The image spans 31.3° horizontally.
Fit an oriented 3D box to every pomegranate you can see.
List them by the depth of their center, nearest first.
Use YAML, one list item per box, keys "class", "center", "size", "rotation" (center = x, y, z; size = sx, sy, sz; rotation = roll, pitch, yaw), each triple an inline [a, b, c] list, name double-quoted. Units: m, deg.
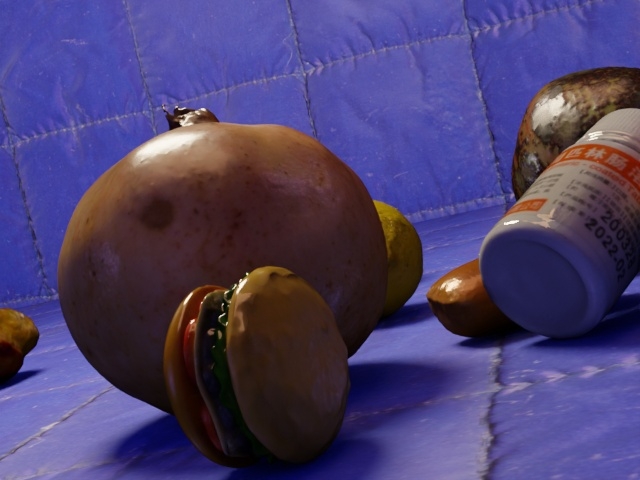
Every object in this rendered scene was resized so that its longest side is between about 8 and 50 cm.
- class: "pomegranate"
  center: [-0.098, 0.009, 1.152]
  size: [0.338, 0.338, 0.338]
  rotation: [-13, 3, 1]
- class: "pomegranate"
  center: [0.371, -0.076, 1.543]
  size: [0.285, 0.285, 0.340]
  rotation: [-10, 27, 41]

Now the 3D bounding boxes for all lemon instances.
- class: "lemon"
  center: [0.056, 0.027, 1.551]
  size: [0.174, 0.173, 0.206]
  rotation: [-13, 3, -7]

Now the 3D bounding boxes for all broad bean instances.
- class: "broad bean"
  center: [-0.533, 0.173, 1.775]
  size: [0.156, 0.122, 0.228]
  rotation: [-38, -12, 19]

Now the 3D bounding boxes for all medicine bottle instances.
- class: "medicine bottle"
  center: [0.280, -0.023, 1.172]
  size: [0.145, 0.144, 0.252]
  rotation: [-9, 24, 47]

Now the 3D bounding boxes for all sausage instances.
- class: "sausage"
  center: [0.230, 0.046, 1.257]
  size: [0.238, 0.098, 0.098]
  rotation: [-16, 4, -22]

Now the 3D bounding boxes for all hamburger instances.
- class: "hamburger"
  center: [-0.048, 0.100, 0.883]
  size: [0.115, 0.162, 0.162]
  rotation: [-17, 1, 26]

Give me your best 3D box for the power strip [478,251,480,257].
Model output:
- class: "power strip"
  center: [0.334, 0.017, 1.947]
  size: [0.136, 0.019, 0.051]
  rotation: [-12, 1, 14]
